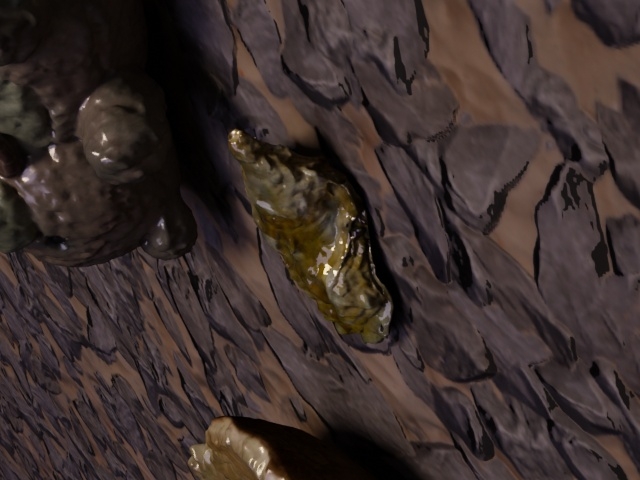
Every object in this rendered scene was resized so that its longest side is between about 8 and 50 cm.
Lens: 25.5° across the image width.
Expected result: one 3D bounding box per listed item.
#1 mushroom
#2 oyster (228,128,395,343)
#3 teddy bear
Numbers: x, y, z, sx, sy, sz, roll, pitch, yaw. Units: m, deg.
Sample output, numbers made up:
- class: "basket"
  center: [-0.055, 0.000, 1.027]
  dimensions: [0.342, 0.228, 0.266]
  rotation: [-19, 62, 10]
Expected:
- class: "mushroom"
  center: [-0.029, 0.270, 0.881]
  dimensions: [0.208, 0.301, 0.233]
  rotation: [10, 153, 17]
- class: "oyster"
  center: [0.000, 0.000, 0.771]
  dimensions: [0.122, 0.045, 0.146]
  rotation: [38, 154, 9]
- class: "teddy bear"
  center: [-0.175, -0.093, 0.843]
  dimensions: [0.236, 0.151, 0.267]
  rotation: [28, 141, 26]
